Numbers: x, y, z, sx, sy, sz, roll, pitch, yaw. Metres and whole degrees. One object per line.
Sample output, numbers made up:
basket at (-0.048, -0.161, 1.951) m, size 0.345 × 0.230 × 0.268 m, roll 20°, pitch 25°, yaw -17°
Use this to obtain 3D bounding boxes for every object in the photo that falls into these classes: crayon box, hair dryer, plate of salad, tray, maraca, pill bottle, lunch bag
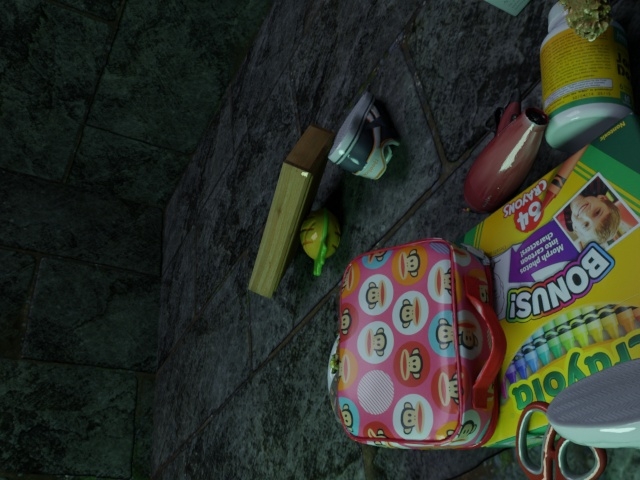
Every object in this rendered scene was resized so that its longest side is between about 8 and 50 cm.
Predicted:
crayon box at (0.335, 0.073, 0.789) m, size 0.363 × 0.106 × 0.313 m, roll -44°, pitch 40°, yaw 46°
hair dryer at (0.276, -0.151, 0.936) m, size 0.293 × 0.080 × 0.224 m, roll -112°, pitch 36°, yaw -86°
plate of salad at (0.059, 0.272, 1.287) m, size 0.200 × 0.048 × 0.200 m, roll -37°, pitch 46°, yaw 52°
tray at (-0.074, -0.065, 1.501) m, size 0.203 × 0.076 × 0.411 m, roll -64°, pitch -6°, yaw -50°
maraca at (0.000, 0.000, 1.466) m, size 0.127 × 0.099 × 0.186 m, roll 104°, pitch 170°, yaw -46°
pill bottle at (0.377, -0.241, 0.855) m, size 0.117 × 0.117 × 0.209 m, roll -27°, pitch 53°, yaw 56°
lunch bag at (0.147, 0.145, 0.857) m, size 0.258 × 0.120 × 0.293 m, roll -16°, pitch 64°, yaw 46°

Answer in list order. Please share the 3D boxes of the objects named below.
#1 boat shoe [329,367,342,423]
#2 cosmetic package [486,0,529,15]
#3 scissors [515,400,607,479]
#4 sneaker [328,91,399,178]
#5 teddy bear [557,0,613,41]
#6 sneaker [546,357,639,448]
boat shoe at (0.147, 0.197, 1.069) m, size 0.355 × 0.130 × 0.132 m, roll -57°, pitch 28°, yaw 29°
cosmetic package at (0.309, -0.527, 1.051) m, size 0.151 × 0.183 × 0.151 m, roll -47°, pitch 38°, yaw 42°
scissors at (0.282, 0.342, 0.744) m, size 0.109 × 0.021 × 0.297 m, roll 19°, pitch 115°, yaw 43°
sneaker at (0.107, -0.234, 1.383) m, size 0.126 × 0.127 × 0.321 m, roll -52°, pitch 10°, yaw 34°
teddy bear at (0.366, -0.371, 0.702) m, size 0.338 × 0.113 × 0.245 m, roll 12°, pitch 117°, yaw 58°
sneaker at (0.378, 0.190, 0.557) m, size 0.292 × 0.169 × 0.108 m, roll -27°, pitch 11°, yaw 42°
